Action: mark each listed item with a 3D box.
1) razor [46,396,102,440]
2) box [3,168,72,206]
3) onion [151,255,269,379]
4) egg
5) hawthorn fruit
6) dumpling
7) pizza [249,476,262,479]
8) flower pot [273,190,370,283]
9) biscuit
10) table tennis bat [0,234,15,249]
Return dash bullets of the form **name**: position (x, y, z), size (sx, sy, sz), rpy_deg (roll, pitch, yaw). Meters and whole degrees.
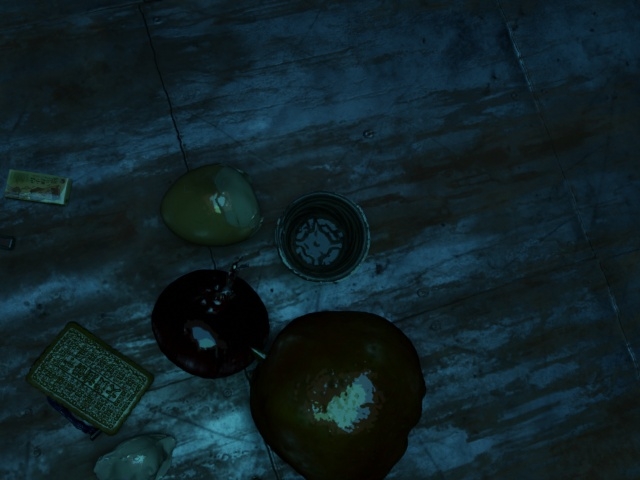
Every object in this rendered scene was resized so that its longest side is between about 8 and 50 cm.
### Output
- **razor**: position (-0.580, 0.412, 1.454), size (0.155, 0.044, 0.028), rpy_deg (37, 120, 3)
- **box**: position (-0.697, -0.130, 1.539), size (0.149, 0.020, 0.073), rpy_deg (7, 78, -7)
- **onion**: position (-0.244, 0.170, 1.427), size (0.273, 0.285, 0.273), rpy_deg (15, 43, -14)
- **egg**: position (-0.263, -0.081, 1.505), size (0.245, 0.201, 0.200), rpy_deg (-9, 81, 2)
- **hawthorn fruit**: position (0.018, 0.327, 1.374), size (0.404, 0.403, 0.402), rpy_deg (1, 80, -8)
- **dumpling**: position (-0.417, 0.516, 1.428), size (0.188, 0.108, 0.127), rpy_deg (-16, 106, -27)
- **pizza**: position (-0.195, 0.651, 1.439), size (0.306, 0.085, 0.161), rpy_deg (-13, 81, -12)
- **flower pot**: position (0.000, 0.000, 1.556), size (0.236, 0.140, 0.235), rpy_deg (1, 79, -6)
- **biscuit**: position (-0.541, 0.321, 1.466), size (0.255, 0.029, 0.172), rpy_deg (34, 70, -1)
- **table tennis bat**: position (-0.876, -0.015, 1.494), size (0.275, 0.021, 0.154), rpy_deg (9, 79, -4)
